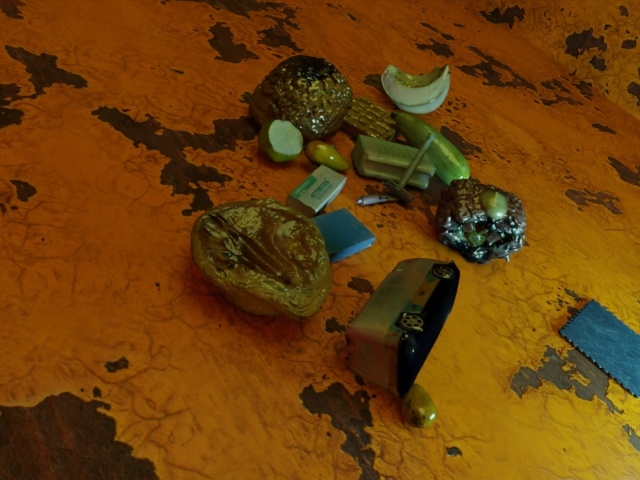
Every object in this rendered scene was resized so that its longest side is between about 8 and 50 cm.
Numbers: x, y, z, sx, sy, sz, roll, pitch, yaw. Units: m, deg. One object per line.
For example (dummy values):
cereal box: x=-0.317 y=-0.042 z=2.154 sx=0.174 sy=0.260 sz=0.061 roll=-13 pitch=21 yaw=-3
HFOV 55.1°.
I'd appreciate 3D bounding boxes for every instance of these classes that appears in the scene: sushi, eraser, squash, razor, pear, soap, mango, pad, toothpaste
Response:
sushi: x=0.470 y=-0.059 z=1.821 sx=0.270 sy=0.236 sz=0.170 roll=22 pitch=47 yaw=-8
eraser: x=-0.010 y=-0.143 z=1.814 sx=0.096 sy=0.052 sz=0.225 roll=29 pitch=40 yaw=10
eraser: x=0.000 y=0.000 z=1.661 sx=0.312 sy=0.042 sz=0.144 roll=-21 pitch=55 yaw=-42
squash: x=0.387 y=-0.336 z=2.160 sx=0.118 sy=0.118 sz=0.370 roll=-20 pitch=63 yaw=-41
razor: x=0.298 y=-0.244 z=1.955 sx=0.106 sy=0.231 sz=0.068 roll=34 pitch=-9 yaw=-16
pear: x=-0.131 y=-0.302 z=1.897 sx=0.141 sy=0.104 sz=0.140 roll=7 pitch=76 yaw=-28
soap: x=0.243 y=-0.263 z=2.046 sx=0.262 sy=0.094 sz=0.150 roll=10 pitch=41 yaw=-16
mango: x=0.212 y=0.360 z=1.341 sx=0.079 sy=0.057 sz=0.114 roll=7 pitch=34 yaw=-4
mango: x=0.020 y=-0.259 z=1.928 sx=0.188 sy=0.101 sz=0.066 roll=22 pitch=74 yaw=-40
pad: x=0.841 y=0.300 z=1.760 sx=0.270 sy=0.012 sz=0.269 roll=42 pitch=42 yaw=22
toothpaste: x=0.176 y=-0.131 z=1.913 sx=0.170 sy=0.028 sz=0.045 roll=-10 pitch=42 yaw=-37

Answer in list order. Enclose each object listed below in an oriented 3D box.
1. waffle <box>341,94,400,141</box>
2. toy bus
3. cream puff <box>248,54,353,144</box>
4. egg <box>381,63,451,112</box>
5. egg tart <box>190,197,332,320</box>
waffle: x=0.177 y=-0.434 z=2.242 sx=0.221 sy=0.055 sz=0.248 roll=35 pitch=39 yaw=14
toy bus: x=0.200 y=0.172 z=1.451 sx=0.163 sy=0.171 sz=0.386 roll=16 pitch=34 yaw=23
cream puff: x=-0.059 y=-0.483 z=2.031 sx=0.343 sy=0.231 sz=0.327 roll=1 pitch=48 yaw=-18
egg: x=0.391 y=-0.592 z=2.452 sx=0.271 sy=0.162 sz=0.206 roll=-5 pitch=73 yaw=14
egg tart: x=-0.139 y=0.044 z=1.447 sx=0.352 sy=0.153 sz=0.339 roll=19 pitch=42 yaw=-2
